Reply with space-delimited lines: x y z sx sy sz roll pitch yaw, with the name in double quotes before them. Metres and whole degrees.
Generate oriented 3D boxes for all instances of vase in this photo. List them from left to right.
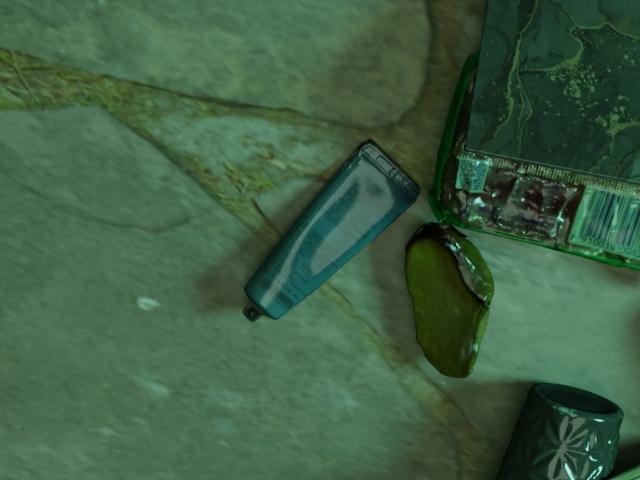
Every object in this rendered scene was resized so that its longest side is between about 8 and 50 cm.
"vase" 0.246 0.309 1.660 0.251 0.156 0.301 9 102 -17

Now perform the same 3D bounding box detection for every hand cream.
"hand cream" 0.000 0.000 1.622 0.083 0.048 0.224 44 98 -11

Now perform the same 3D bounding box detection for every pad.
"pad" 0.334 -0.168 1.503 0.367 0.007 0.248 11 79 -3

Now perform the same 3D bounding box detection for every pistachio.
"pistachio" 0.141 0.057 1.626 0.089 0.049 0.173 -1 111 26

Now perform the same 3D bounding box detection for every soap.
"soap" 0.254 -0.066 1.557 0.273 0.098 0.218 14 107 -2

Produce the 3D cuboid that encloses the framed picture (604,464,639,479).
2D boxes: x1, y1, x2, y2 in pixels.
"framed picture" 0.329 0.346 1.638 0.293 0.018 0.231 -17 110 -31
